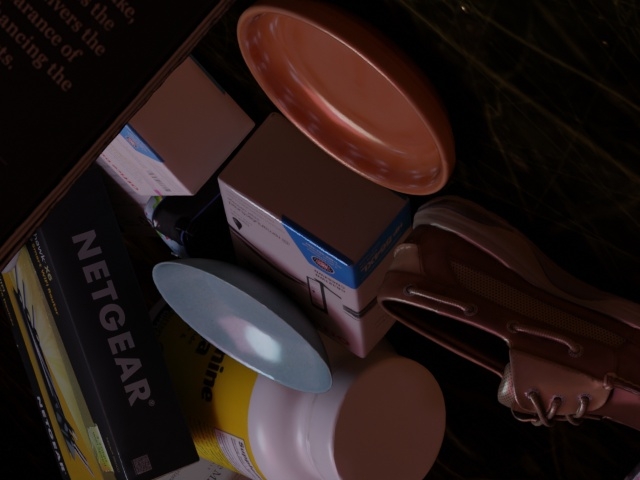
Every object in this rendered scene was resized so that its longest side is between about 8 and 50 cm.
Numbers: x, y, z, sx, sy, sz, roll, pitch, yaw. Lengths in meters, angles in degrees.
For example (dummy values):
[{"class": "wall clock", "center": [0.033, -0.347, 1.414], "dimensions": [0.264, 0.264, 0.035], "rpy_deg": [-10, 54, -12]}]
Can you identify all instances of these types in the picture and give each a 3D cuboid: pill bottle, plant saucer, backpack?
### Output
[{"class": "pill bottle", "center": [-0.034, 0.153, 1.986], "dimensions": [0.334, 0.188, 0.188], "rpy_deg": [14, 149, 51]}, {"class": "plant saucer", "center": [0.025, -0.115, 1.488], "dimensions": [0.200, 0.037, 0.200], "rpy_deg": [35, 160, 15]}, {"class": "plant saucer", "center": [-0.063, 0.067, 1.790], "dimensions": [0.195, 0.037, 0.195], "rpy_deg": [29, 159, 13]}, {"class": "backpack", "center": [-0.100, -0.022, 1.841], "dimensions": [0.084, 0.105, 0.114], "rpy_deg": [32, 165, 37]}]

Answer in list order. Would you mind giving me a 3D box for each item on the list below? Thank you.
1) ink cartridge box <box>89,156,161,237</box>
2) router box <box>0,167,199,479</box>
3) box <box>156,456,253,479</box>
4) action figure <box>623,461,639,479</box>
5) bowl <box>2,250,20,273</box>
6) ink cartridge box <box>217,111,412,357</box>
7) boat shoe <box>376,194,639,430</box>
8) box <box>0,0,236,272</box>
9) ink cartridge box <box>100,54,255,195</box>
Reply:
[{"class": "ink cartridge box", "center": [-0.264, -0.128, 1.972], "dimensions": [0.307, 0.072, 0.303], "rpy_deg": [51, 159, -22]}, {"class": "router box", "center": [-0.242, 0.096, 2.002], "dimensions": [0.243, 0.081, 0.309], "rpy_deg": [-19, 91, 67]}, {"class": "box", "center": [-0.149, 0.343, 2.657], "dimensions": [0.119, 0.181, 0.182], "rpy_deg": [28, 158, 30]}, {"class": "action figure", "center": [0.318, 0.324, 1.852], "dimensions": [0.341, 0.179, 0.330], "rpy_deg": [8, 163, 7]}, {"class": "bowl", "center": [-0.364, -0.040, 1.901], "dimensions": [0.134, 0.298, 0.298], "rpy_deg": [2, 175, -22]}, {"class": "ink cartridge box", "center": [0.000, 0.000, 1.723], "dimensions": [0.148, 0.086, 0.203], "rpy_deg": [33, 160, 19]}, {"class": "boat shoe", "center": [0.186, 0.094, 1.535], "dimensions": [0.324, 0.116, 0.123], "rpy_deg": [32, 161, 21]}, {"class": "box", "center": [-0.285, -0.184, 1.232], "dimensions": [0.297, 0.472, 0.480], "rpy_deg": [48, 160, -21]}, {"class": "ink cartridge box", "center": [-0.144, -0.101, 1.757], "dimensions": [0.092, 0.090, 0.143], "rpy_deg": [47, 161, -21]}]
